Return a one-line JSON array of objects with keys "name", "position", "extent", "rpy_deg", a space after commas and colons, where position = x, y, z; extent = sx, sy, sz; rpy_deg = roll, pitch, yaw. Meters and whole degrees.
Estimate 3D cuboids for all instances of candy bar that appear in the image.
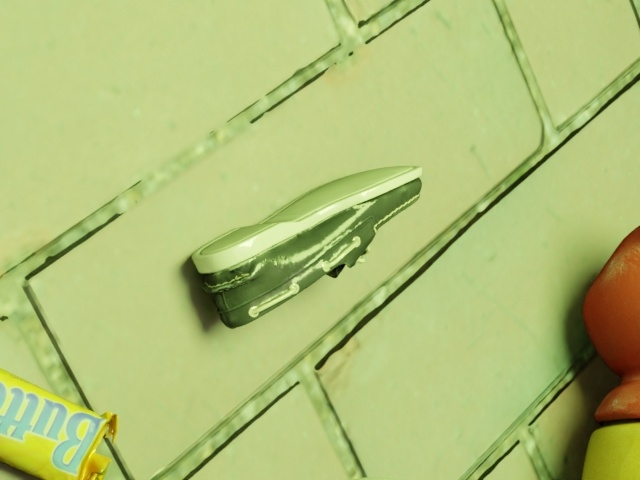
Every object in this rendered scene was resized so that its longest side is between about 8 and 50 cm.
[{"name": "candy bar", "position": [-0.141, 0.054, 0.561], "extent": [0.161, 0.018, 0.040], "rpy_deg": [33, 66, -35]}]

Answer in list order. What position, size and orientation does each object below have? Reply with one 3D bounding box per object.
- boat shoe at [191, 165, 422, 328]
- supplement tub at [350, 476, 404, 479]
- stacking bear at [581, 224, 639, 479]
[{"name": "boat shoe", "position": [0.000, 0.000, 0.674], "extent": [0.125, 0.046, 0.038], "rpy_deg": [-28, 105, -37]}, {"name": "supplement tub", "position": [-0.013, 0.223, 0.450], "extent": [0.272, 0.191, 0.191], "rpy_deg": [-42, 115, -23]}, {"name": "stacking bear", "position": [0.201, 0.126, 0.780], "extent": [0.175, 0.164, 0.289], "rpy_deg": [8, 77, -42]}]
